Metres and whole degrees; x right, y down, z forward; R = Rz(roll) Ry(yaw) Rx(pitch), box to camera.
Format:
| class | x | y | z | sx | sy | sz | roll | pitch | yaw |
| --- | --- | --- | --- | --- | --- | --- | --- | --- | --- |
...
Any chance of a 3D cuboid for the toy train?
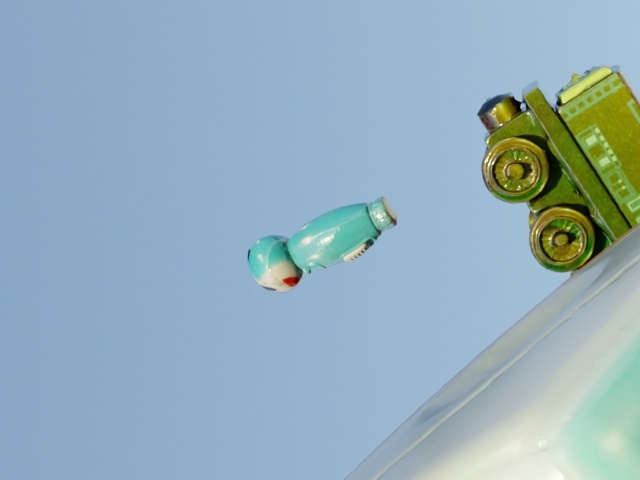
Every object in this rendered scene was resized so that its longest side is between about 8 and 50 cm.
| class | x | y | z | sx | sy | sz | roll | pitch | yaw |
| --- | --- | --- | --- | --- | --- | --- | --- | --- | --- |
| toy train | 0.215 | -0.030 | 1.351 | 0.225 | 0.137 | 0.090 | 56 | -168 | -6 |

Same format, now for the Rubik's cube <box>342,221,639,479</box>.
| class | x | y | z | sx | sy | sz | roll | pitch | yaw |
| --- | --- | --- | --- | --- | --- | --- | --- | --- | --- |
| Rubik's cube | 0.205 | 0.181 | 0.881 | 0.352 | 0.347 | 0.351 | -36 | -94 | -38 |

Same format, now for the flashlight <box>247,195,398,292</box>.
| class | x | y | z | sx | sy | sz | roll | pitch | yaw |
| --- | --- | --- | --- | --- | --- | --- | --- | --- | --- |
| flashlight | 0.000 | 0.000 | 1.460 | 0.051 | 0.129 | 0.051 | 51 | -159 | -29 |
